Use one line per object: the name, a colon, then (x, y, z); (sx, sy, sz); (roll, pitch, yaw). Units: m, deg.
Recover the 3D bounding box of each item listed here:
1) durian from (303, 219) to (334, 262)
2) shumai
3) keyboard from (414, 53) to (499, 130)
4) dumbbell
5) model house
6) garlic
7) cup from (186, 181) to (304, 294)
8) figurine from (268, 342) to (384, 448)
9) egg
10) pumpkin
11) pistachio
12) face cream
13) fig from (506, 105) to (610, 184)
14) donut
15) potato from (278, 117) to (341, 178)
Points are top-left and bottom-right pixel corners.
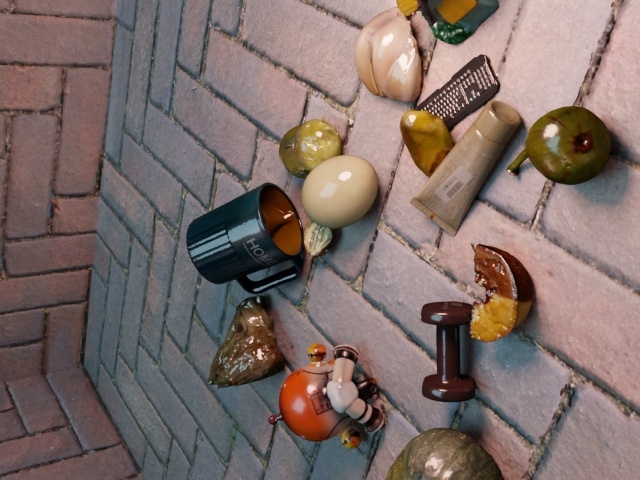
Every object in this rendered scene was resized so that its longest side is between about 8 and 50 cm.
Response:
durian: (0.003, 0.001, 2.096); (0.110, 0.071, 0.140); (20, 96, 45)
shumai: (-0.266, 0.338, 2.394); (0.346, 0.217, 0.283); (-17, 82, 56)
keyboard: (0.311, -0.327, 1.669); (0.262, 0.016, 0.106); (-37, 66, 50)
dumbbell: (0.301, 0.259, 1.675); (0.124, 0.140, 0.225); (-1, 98, 12)
model house: (0.222, -0.595, 1.552); (0.230, 0.249, 0.280); (-37, 66, 51)
garlic: (0.161, -0.468, 1.779); (0.217, 0.110, 0.228); (25, 116, 53)
cup: (-0.219, -0.002, 2.209); (0.292, 0.308, 0.242); (-22, 60, 24)
figurine: (0.006, 0.463, 2.061); (0.323, 0.196, 0.320); (-32, 76, 40)
egg: (0.053, -0.132, 1.911); (0.242, 0.186, 0.186); (-36, 67, 40)
pumpkin: (0.280, 0.605, 1.658); (0.291, 0.257, 0.327); (52, 128, 19)
pistachio: (0.250, -0.239, 1.685); (0.189, 0.100, 0.110); (58, 176, -33)
face cream: (0.329, -0.162, 1.619); (0.137, 0.084, 0.341); (39, 133, 12)
fig: (0.466, -0.186, 1.427); (0.259, 0.151, 0.151); (-163, 69, -81)
donut: (0.399, 0.121, 1.563); (0.141, 0.085, 0.217); (22, 113, 50)
potato: (-0.035, -0.262, 2.043); (0.248, 0.143, 0.169); (5, 74, 59)
